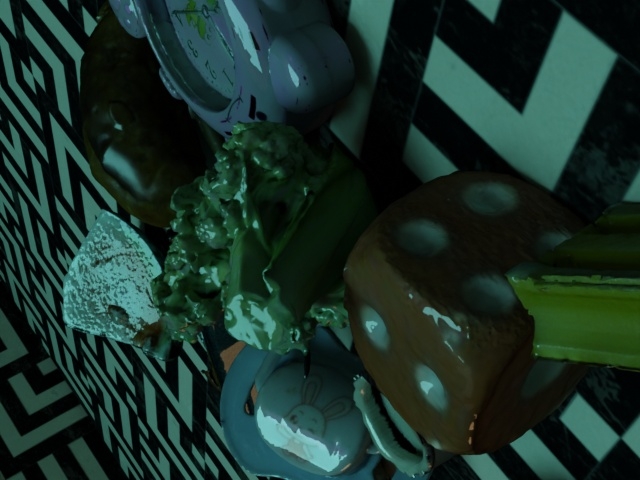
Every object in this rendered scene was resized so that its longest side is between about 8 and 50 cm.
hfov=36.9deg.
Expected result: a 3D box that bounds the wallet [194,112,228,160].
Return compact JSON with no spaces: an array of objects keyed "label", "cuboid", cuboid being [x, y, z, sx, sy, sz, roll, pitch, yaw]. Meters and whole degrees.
[{"label":"wallet","cuboid":[-0.088,-0.073,1.182,0.198,0.031,0.110,62,-169,15]}]

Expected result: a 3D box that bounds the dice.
[{"label":"dice","cuboid":[0.129,0.058,0.818,0.179,0.174,0.175,44,151,31]}]

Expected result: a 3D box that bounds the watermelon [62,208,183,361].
[{"label":"watermelon","cuboid":[-0.369,0.086,1.735,0.320,0.213,0.290,-135,30,-56]}]

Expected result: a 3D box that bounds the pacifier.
[{"label":"pacifier","cuboid":[0.023,0.214,1.207,0.287,0.238,0.226,21,172,19]}]

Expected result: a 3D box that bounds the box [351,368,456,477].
[{"label":"box","cuboid":[0.117,0.159,0.990,0.151,0.135,0.151,45,150,35]}]

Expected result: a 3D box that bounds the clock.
[{"label":"clock","cuboid":[-0.103,-0.241,1.024,0.322,0.113,0.295,58,154,6]}]

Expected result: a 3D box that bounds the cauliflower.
[{"label":"cauliflower","cuboid":[-0.046,0.022,0.910,0.315,0.239,0.256,-87,5,-60]}]

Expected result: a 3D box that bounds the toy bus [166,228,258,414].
[{"label":"toy bus","cuboid":[-0.103,0.107,1.304,0.167,0.138,0.275,-120,15,-48]}]

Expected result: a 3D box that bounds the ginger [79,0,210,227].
[{"label":"ginger","cuboid":[-0.236,-0.169,1.228,0.172,0.165,0.321,-15,85,24]}]

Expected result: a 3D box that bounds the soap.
[{"label":"soap","cuboid":[0.244,0.028,0.619,0.233,0.135,0.076,1,116,61]}]

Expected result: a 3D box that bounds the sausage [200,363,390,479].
[{"label":"sausage","cuboid":[-0.044,0.275,1.460,0.419,0.094,0.094,33,99,45]}]

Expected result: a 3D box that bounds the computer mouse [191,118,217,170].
[{"label":"computer mouse","cuboid":[-0.175,-0.072,1.378,0.128,0.079,0.231,25,139,55]}]
